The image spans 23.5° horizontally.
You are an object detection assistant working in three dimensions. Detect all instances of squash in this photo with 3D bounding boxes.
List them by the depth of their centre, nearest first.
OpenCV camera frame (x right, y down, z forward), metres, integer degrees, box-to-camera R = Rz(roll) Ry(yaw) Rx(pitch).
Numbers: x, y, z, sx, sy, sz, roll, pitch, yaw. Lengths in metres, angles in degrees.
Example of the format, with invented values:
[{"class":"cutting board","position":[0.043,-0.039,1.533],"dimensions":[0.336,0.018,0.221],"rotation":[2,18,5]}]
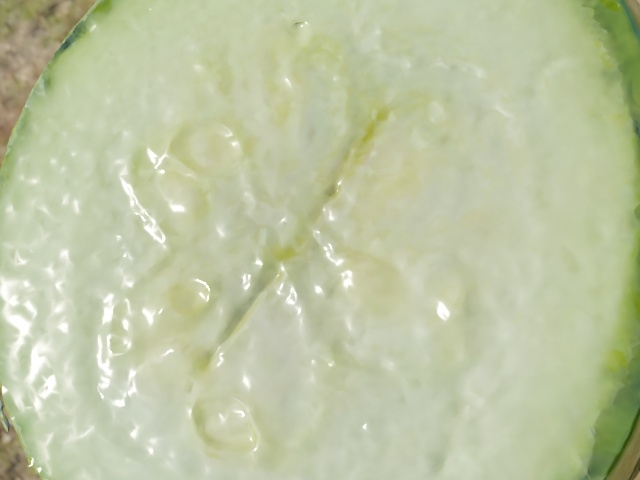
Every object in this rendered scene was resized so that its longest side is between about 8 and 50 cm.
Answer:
[{"class":"squash","position":[-0.002,0.000,0.436],"dimensions":[0.219,0.041,0.219],"rotation":[-3,82,25]}]
